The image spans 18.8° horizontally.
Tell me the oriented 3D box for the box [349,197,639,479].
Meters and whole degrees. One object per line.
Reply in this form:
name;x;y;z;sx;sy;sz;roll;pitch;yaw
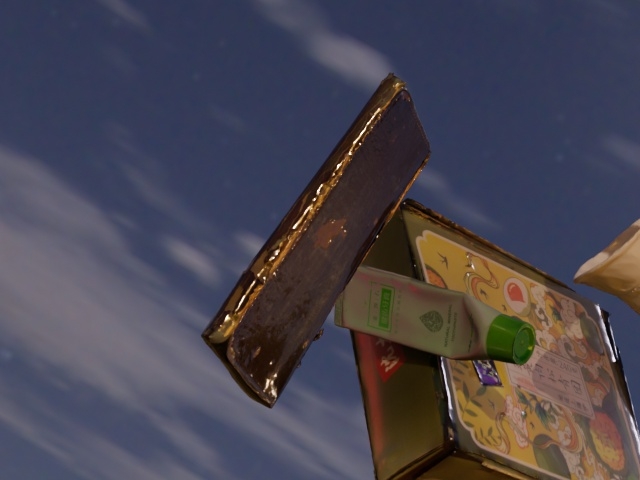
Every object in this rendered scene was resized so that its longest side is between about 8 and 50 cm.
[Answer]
box;0.230;0.192;2.459;0.420;0.373;0.138;26;-49;-37

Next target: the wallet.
wallet;0.000;0.000;1.346;0.031;0.232;0.122;27;-15;24

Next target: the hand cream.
hand cream;0.124;0.087;2.241;0.275;0.079;0.050;14;-11;38

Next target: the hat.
hat;0.396;0.029;2.195;0.126;0.203;0.203;51;-16;4
